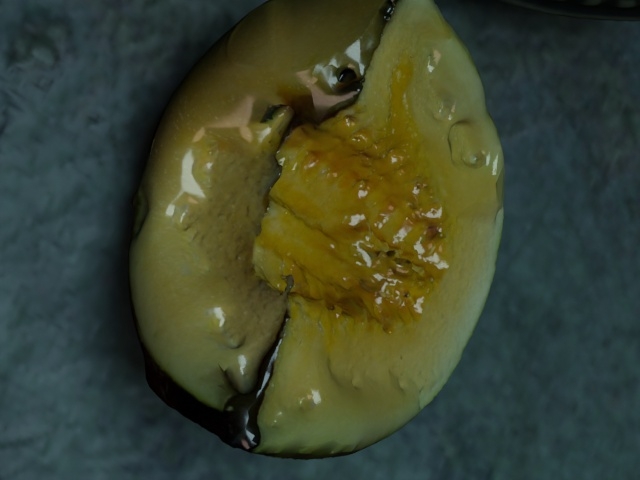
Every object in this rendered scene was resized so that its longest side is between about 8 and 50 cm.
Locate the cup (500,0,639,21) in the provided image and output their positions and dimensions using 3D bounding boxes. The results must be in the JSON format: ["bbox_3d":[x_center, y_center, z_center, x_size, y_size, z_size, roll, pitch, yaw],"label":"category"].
[{"bbox_3d":[0.117,-0.169,0.671,0.223,0.169,0.177,24,65,-63],"label":"cup"}]

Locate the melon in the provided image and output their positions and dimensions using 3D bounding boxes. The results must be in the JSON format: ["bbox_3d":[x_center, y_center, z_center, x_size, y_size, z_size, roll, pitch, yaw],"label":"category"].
[{"bbox_3d":[0.000,0.000,0.634,0.128,0.079,0.160,31,71,-45],"label":"melon"}]
